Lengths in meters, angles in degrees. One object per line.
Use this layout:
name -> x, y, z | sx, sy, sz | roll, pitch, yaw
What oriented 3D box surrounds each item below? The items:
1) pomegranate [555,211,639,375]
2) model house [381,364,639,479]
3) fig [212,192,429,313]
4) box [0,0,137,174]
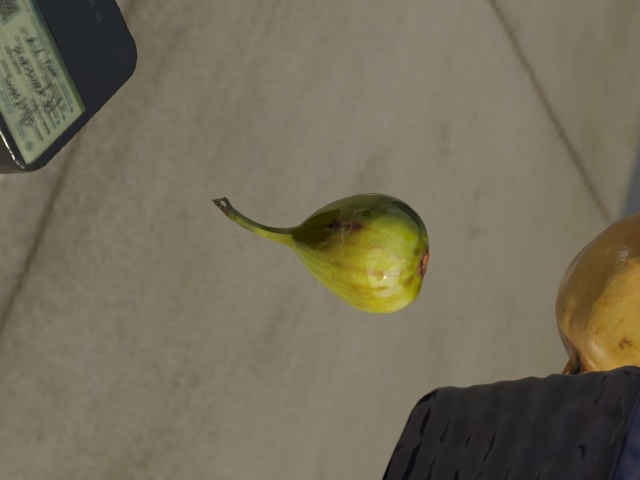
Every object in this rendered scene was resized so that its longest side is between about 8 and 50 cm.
pomegranate -> 0.307, 0.068, 1.398 | 0.209, 0.209, 0.209 | -25, 119, -59
model house -> 0.143, 0.207, 0.604 | 0.280, 0.312, 0.245 | 94, 22, -58
fig -> 0.011, -0.010, 1.188 | 0.093, 0.166, 0.093 | -37, 144, -34
box -> -0.291, -0.248, 1.381 | 0.211, 0.058, 0.350 | -53, 134, -42
